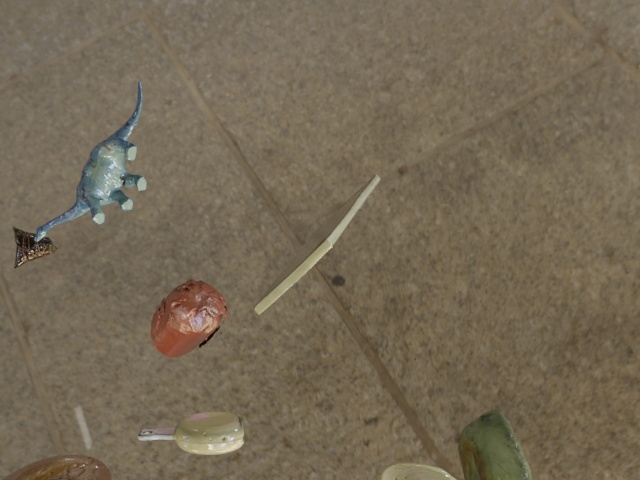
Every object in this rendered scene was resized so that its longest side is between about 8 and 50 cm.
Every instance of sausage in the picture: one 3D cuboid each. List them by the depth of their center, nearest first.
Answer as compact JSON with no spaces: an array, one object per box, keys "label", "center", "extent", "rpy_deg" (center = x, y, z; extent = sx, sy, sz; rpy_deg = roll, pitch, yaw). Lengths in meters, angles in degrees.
[{"label":"sausage","center":[-0.160,0.094,0.799],"extent":[0.076,0.141,0.076],"rpy_deg":[11,61,-21]}]

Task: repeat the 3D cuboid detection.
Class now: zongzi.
[{"label":"zongzi","center":[-0.542,0.003,1.236],"extent":[0.083,0.067,0.074],"rpy_deg":[-23,91,-14]}]

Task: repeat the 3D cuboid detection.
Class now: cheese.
[{"label":"cheese","center":[-0.280,0.419,1.449],"extent":[0.227,0.137,0.065],"rpy_deg":[1,93,-6]}]

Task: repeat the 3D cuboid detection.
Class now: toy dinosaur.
[{"label":"toy dinosaur","center":[-0.356,-0.105,1.116],"extent":[0.144,0.076,0.329],"rpy_deg":[35,92,33]}]

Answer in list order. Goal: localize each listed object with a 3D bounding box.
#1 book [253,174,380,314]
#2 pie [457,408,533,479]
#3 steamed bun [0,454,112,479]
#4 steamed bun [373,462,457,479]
[{"label":"book","center":[0.000,0.000,1.255],"extent":[0.021,0.217,0.310],"rpy_deg":[44,33,-5]},{"label":"pie","center":[0.152,0.241,0.571],"extent":[0.041,0.187,0.187],"rpy_deg":[-6,60,0]},{"label":"steamed bun","center":[-0.469,0.468,1.002],"extent":[0.199,0.252,0.301],"rpy_deg":[26,45,-8]},{"label":"steamed bun","center":[0.200,0.557,1.385],"extent":[0.250,0.200,0.155],"rpy_deg":[17,36,-15]}]
